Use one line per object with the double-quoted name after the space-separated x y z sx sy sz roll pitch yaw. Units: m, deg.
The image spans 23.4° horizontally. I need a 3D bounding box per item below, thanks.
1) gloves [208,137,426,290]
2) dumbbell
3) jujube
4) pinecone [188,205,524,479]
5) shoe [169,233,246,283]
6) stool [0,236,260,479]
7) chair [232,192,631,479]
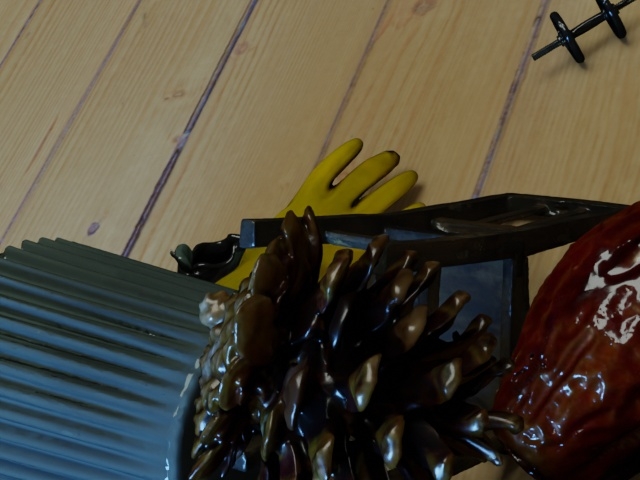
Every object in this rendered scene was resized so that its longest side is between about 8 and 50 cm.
0.001 0.001 1.749 0.133 0.116 0.294 41 69 13 "gloves"
0.309 -0.249 1.785 0.147 0.069 0.069 -30 38 7 "dumbbell"
0.274 0.090 1.360 0.290 0.197 0.197 -51 38 4 "jujube"
0.023 0.115 1.166 0.264 0.264 0.264 -21 40 19 "pinecone"
-0.143 0.041 1.805 0.169 0.099 0.071 -30 38 5 "shoe"
-0.182 0.162 1.572 0.330 0.297 0.297 9 56 37 "stool"
0.125 0.090 1.502 0.203 0.416 0.241 7 99 43 "chair"
